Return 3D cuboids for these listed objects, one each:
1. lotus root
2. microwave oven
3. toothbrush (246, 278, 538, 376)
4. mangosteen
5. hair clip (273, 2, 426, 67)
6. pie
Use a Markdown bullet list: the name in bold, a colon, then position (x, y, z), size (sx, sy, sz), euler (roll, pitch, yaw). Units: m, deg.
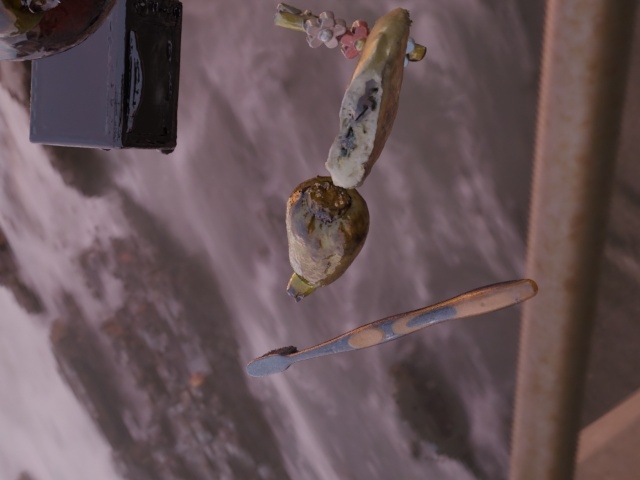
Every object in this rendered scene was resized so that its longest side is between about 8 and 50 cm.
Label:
- **lotus root**: position (0.000, 0.000, 1.617), size (0.108, 0.094, 0.190), euler (35, 141, 17)
- **microwave oven**: position (-0.313, -0.254, 1.938), size (0.188, 0.178, 0.247), euler (4, 95, 21)
- **toothbrush**: position (0.053, 0.079, 1.125), size (0.321, 0.031, 0.023), euler (-19, 102, 40)
- **mangosteen**: position (-0.288, -0.264, 1.210), size (0.216, 0.216, 0.216), euler (45, 151, 34)
- **hair clip**: position (0.041, -0.265, 1.674), size (0.056, 0.214, 0.062), euler (-91, 21, -52)
- **pie**: position (0.064, -0.166, 1.447), size (0.052, 0.185, 0.218), euler (21, 134, 9)
